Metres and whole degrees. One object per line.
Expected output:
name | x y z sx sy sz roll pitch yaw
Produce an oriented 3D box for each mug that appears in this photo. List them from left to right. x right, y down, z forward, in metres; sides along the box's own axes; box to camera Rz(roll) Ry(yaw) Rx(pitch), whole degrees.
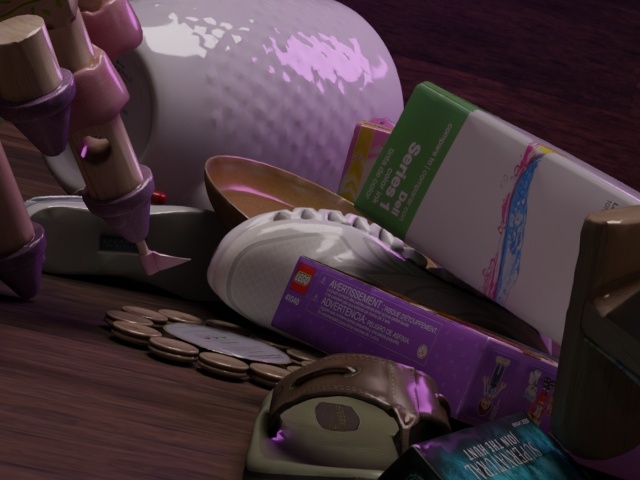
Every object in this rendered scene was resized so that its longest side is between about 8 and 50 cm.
mug | -0.090 -0.091 1.903 0.328 0.276 0.374 -2 48 -53

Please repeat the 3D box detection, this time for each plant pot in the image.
plant pot | 0.000 0.000 1.615 0.236 0.032 0.236 27 16 -8

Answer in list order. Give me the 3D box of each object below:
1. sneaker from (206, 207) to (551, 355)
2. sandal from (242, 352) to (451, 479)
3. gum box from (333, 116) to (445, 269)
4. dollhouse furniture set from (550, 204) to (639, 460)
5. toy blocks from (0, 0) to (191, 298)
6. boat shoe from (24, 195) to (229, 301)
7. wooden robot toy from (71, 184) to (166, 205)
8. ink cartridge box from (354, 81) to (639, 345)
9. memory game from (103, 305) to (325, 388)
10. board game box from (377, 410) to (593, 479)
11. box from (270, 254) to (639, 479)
sneaker | 0.056 0.059 1.455 0.292 0.110 0.118 18 18 -14
sandal | 0.017 0.101 1.050 0.120 0.086 0.303 14 6 -10
gum box | 0.067 -0.015 1.751 0.107 0.188 0.062 17 7 14
dollhouse furniture set | 0.361 0.151 0.926 0.394 0.257 0.362 -8 28 -29
toy blocks | -0.265 -0.050 1.335 0.288 0.260 0.309 -13 31 5
boat shoe | -0.157 -0.003 1.612 0.227 0.079 0.081 9 12 -25
wooden robot toy | -0.185 -0.010 1.685 0.173 0.076 0.079 16 17 11
ink cartridge box | 0.194 0.009 1.391 0.201 0.117 0.278 22 10 -46
memory game | -0.070 0.080 1.391 0.186 0.012 0.186 15 5 -1
board game box | 0.107 0.142 0.903 0.126 0.026 0.186 48 16 14
box | 0.137 0.100 1.276 0.293 0.057 0.201 23 0 -39
